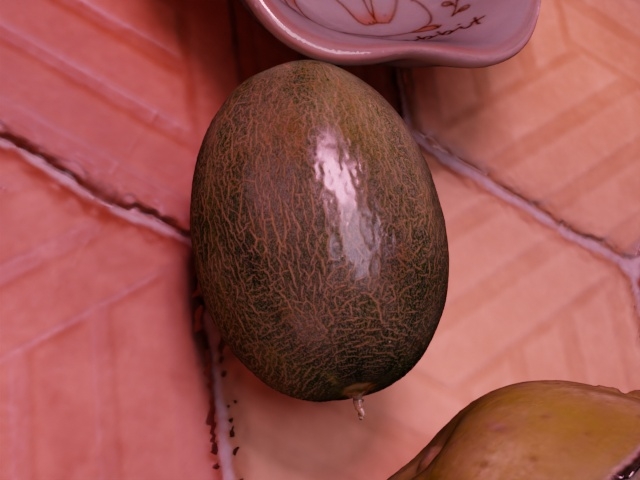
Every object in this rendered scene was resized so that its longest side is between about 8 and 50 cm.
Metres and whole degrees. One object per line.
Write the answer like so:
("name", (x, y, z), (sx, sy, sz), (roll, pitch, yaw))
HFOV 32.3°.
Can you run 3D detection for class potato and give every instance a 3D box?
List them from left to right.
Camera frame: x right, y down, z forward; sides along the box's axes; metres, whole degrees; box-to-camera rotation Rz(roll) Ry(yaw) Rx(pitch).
("potato", (0.069, 0.138, 0.461), (0.117, 0.182, 0.202), (31, 72, 35))

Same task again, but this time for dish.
("dish", (0.013, -0.163, 0.597), (0.229, 0.081, 0.229), (10, 61, -18))

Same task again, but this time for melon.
("melon", (0.000, 0.000, 0.496), (0.114, 0.114, 0.167), (-5, 69, -26))
